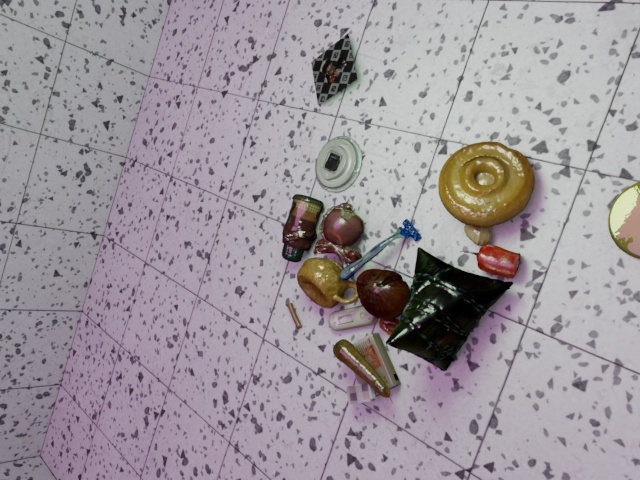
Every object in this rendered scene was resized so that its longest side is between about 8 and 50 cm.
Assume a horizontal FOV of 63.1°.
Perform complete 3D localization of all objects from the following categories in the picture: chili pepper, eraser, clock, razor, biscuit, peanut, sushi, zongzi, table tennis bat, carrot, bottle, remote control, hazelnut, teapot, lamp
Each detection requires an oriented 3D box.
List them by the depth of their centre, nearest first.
[{"bbox_3d":[0.951,-0.088,1.368,0.369,0.054,0.224,-32,63,35],"label":"table tennis bat"},{"bbox_3d":[0.515,-0.185,1.641,0.297,0.102,0.296,-9,62,18],"label":"biscuit"},{"bbox_3d":[0.535,0.057,1.649,0.192,0.086,0.084,16,124,30],"label":"chili pepper"},{"bbox_3d":[0.505,-0.070,1.700,0.082,0.082,0.187,-17,73,36],"label":"peanut"},{"bbox_3d":[0.364,0.190,1.702,0.383,0.319,0.362,-50,42,2],"label":"zongzi"},{"bbox_3d":[0.156,0.461,1.825,0.298,0.078,0.078,42,109,32],"label":"carrot"},{"bbox_3d":[0.213,0.181,1.834,0.178,0.178,0.204,-54,55,19],"label":"hazelnut"},{"bbox_3d":[0.142,0.542,1.848,0.105,0.026,0.065,-22,67,36],"label":"eraser"},{"bbox_3d":[0.199,0.040,1.868,0.324,0.056,0.093,-34,60,5],"label":"razor"},{"bbox_3d":[0.121,0.292,1.969,0.221,0.042,0.078,-18,71,36],"label":"remote control"},{"bbox_3d":[0.093,-0.024,1.978,0.215,0.151,0.223,26,106,24],"label":"lamp"},{"bbox_3d":[0.033,0.148,1.992,0.311,0.203,0.167,25,56,40],"label":"teapot"},{"bbox_3d":[0.060,-0.313,2.107,0.237,0.053,0.236,-7,78,36],"label":"clock"},{"bbox_3d":[-0.083,-0.045,2.111,0.143,0.156,0.271,16,88,45],"label":"bottle"},{"bbox_3d":[0.068,-0.699,2.166,0.220,0.047,0.231,-25,64,38],"label":"sushi"}]

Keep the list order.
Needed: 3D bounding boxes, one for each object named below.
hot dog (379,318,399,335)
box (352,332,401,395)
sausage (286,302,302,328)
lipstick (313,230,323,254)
[{"bbox_3d":[0.289,0.325,1.827,0.216,0.047,0.066,25,101,38],"label":"hot dog"},{"bbox_3d":[0.186,0.453,1.882,0.141,0.058,0.201,-36,62,29],"label":"box"},{"bbox_3d":[-0.106,0.312,2.158,0.026,0.026,0.116,-41,61,26],"label":"sausage"},{"bbox_3d":[0.000,0.000,2.118,0.030,0.030,0.129,33,103,37],"label":"lipstick"}]
